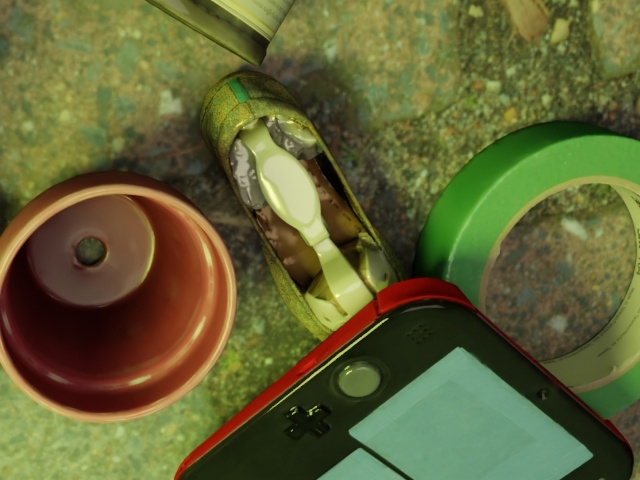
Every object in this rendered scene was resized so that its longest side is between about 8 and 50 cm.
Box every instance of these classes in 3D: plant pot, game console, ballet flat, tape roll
[{"bbox_3d":[-0.188,0.028,0.964,0.201,0.180,0.201,-6,109,-17],"label":"plant pot"},{"bbox_3d":[0.099,0.233,1.134,0.342,0.060,0.386,-42,121,14],"label":"game console"},{"bbox_3d":[0.000,0.000,1.057,0.123,0.123,0.349,-34,115,-6],"label":"ballet flat"},{"bbox_3d":[0.257,0.039,1.181,0.321,0.077,0.321,-6,109,-18],"label":"tape roll"}]

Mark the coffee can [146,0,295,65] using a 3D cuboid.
[{"bbox_3d":[-0.064,-0.308,0.890,0.201,0.201,0.275,30,95,-25],"label":"coffee can"}]
